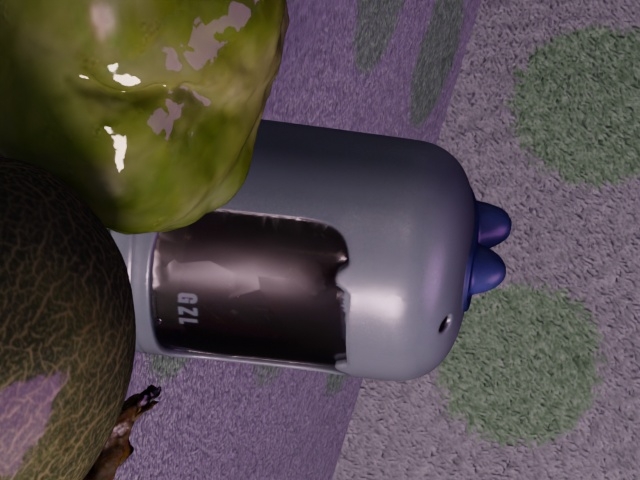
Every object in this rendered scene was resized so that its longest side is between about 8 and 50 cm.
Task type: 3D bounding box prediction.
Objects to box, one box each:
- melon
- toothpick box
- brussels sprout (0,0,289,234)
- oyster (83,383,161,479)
[{"bbox_3d":[-0.249,0.086,1.252,0.237,0.237,0.302,90,23,-51],"label":"melon"},{"bbox_3d":[0.000,0.000,1.842,0.263,0.354,0.263,7,90,-81],"label":"toothpick box"},{"bbox_3d":[-0.129,-0.166,1.391,0.317,0.242,0.274,-73,154,-42],"label":"brussels sprout"},{"bbox_3d":[-0.249,0.290,1.820,0.221,0.096,0.361,95,17,-57],"label":"oyster"}]
